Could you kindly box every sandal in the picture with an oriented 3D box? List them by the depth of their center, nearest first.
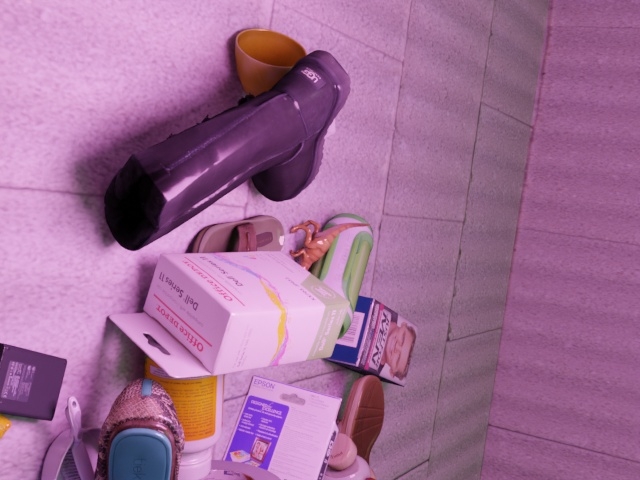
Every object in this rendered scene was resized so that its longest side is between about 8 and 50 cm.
[{"bbox_3d":[-0.145,0.018,1.685,0.303,0.086,0.120,-30,123,-53],"label":"sandal"}]

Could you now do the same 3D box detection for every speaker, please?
[{"bbox_3d":[0.035,0.076,1.959,0.296,0.131,0.131,-71,154,-44],"label":"speaker"}]

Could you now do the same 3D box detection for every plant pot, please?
[{"bbox_3d":[-0.101,-0.316,1.648,0.134,0.134,0.095,-44,160,-49],"label":"plant pot"}]

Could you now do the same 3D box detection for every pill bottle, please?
[{"bbox_3d":[-0.237,0.283,1.541,0.136,0.136,0.245,-17,113,-60],"label":"pill bottle"}]

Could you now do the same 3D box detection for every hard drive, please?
[{"bbox_3d":[-0.423,0.205,1.278,0.135,0.022,0.094,34,63,-60],"label":"hard drive"}]

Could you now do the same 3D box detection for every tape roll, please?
[{"bbox_3d":[-0.178,0.471,1.623,0.219,0.219,0.072,-4,102,-62],"label":"tape roll"}]

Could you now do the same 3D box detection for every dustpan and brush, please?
[{"bbox_3d":[-0.377,0.318,1.366,0.147,0.060,0.211,-46,137,-48],"label":"dustpan and brush"}]

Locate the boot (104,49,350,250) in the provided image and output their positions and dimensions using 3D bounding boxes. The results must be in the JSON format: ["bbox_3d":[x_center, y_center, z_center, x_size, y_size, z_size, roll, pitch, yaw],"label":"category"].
[{"bbox_3d":[-0.167,-0.104,1.515,0.445,0.146,0.367,-42,165,-38],"label":"boot"}]

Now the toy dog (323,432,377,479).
[{"bbox_3d":[0.029,0.617,2.033,0.220,0.161,0.333,29,84,-41],"label":"toy dog"}]

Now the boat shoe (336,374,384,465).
[{"bbox_3d":[0.068,0.495,2.223,0.122,0.110,0.341,12,91,-48],"label":"boat shoe"}]

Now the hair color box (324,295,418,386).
[{"bbox_3d":[0.135,0.258,2.279,0.347,0.105,0.173,34,68,-61],"label":"hair color box"}]

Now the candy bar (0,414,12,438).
[{"bbox_3d":[-0.479,0.300,1.210,0.161,0.018,0.040,-58,135,-38],"label":"candy bar"}]

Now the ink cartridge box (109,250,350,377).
[{"bbox_3d":[-0.147,0.114,1.492,0.353,0.207,0.119,-2,118,-48],"label":"ink cartridge box"}]

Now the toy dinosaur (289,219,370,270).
[{"bbox_3d":[0.000,0.000,1.918,0.211,0.112,0.064,-44,167,8],"label":"toy dinosaur"}]

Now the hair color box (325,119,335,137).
[{"bbox_3d":[-0.014,-0.299,1.878,0.093,0.053,0.167,-35,130,-53],"label":"hair color box"}]

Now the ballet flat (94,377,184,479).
[{"bbox_3d":[-0.298,0.435,1.441,0.182,0.164,0.482,-105,-156,-66],"label":"ballet flat"}]

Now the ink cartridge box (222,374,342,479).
[{"bbox_3d":[-0.075,0.399,1.813,0.045,0.206,0.208,55,51,-61],"label":"ink cartridge box"}]
